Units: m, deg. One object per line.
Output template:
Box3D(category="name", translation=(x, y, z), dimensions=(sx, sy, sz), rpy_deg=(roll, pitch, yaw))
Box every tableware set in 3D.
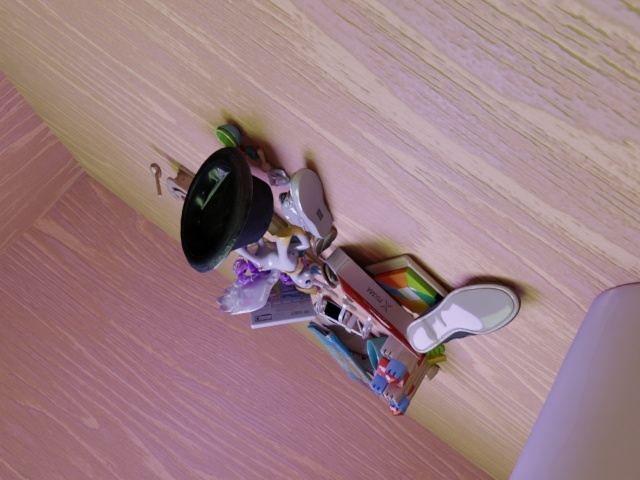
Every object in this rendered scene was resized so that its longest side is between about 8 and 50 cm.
Box3D(category="tableware set", translation=(0.068, 0.126, 1.287), dimensions=(0.039, 0.129, 0.194), rpy_deg=(-28, 137, 23))

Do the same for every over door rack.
Box3D(category="over door rack", translation=(0.067, 0.261, 1.558), dimensions=(0.239, 0.108, 0.324), rpy_deg=(23, 171, 22))

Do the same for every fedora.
Box3D(category="fedora", translation=(-0.227, -0.067, 1.071), dimensions=(0.152, 0.335, 0.333), rpy_deg=(10, -178, -41))

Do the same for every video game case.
Box3D(category="video game case", translation=(-0.138, 0.201, 1.415), dimensions=(0.194, 0.212, 0.023), rpy_deg=(-107, 14, -45))

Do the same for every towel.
Box3D(category="towel", translation=(0.100, 0.521, 1.850), dimensions=(0.370, 0.040, 0.271), rpy_deg=(52, 163, -13))

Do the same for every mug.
Box3D(category="mug", translation=(0.256, 0.459, 1.716), dimensions=(0.157, 0.097, 0.130), rpy_deg=(-177, 75, -78))

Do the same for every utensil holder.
Box3D(category="utensil holder", translation=(0.477, 0.302, 0.573), dimensions=(0.327, 0.386, 0.328), rpy_deg=(33, 160, 14))

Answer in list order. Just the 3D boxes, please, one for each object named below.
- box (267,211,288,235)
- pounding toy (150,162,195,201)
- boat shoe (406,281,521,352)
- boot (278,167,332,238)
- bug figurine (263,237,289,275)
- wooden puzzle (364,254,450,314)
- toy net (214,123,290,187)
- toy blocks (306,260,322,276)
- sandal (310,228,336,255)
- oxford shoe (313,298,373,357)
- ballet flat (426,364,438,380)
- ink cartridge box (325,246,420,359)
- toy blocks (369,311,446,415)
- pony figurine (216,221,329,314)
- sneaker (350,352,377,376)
Box3D(category="box", translation=(-0.206, -0.094, 1.406), dimensions=(0.201, 0.021, 0.164), rpy_deg=(42, 160, -15))
Box3D(category="pounding toy", translation=(-0.532, -0.175, 1.582), dimensions=(0.269, 0.155, 0.154), rpy_deg=(34, 156, 9))
Box3D(category="boat shoe", translation=(0.328, 0.169, 0.958), dimensions=(0.112, 0.095, 0.335), rpy_deg=(62, 143, 14))
Box3D(category="boot", translation=(-0.058, -0.095, 1.030), dimensions=(0.123, 0.095, 0.258), rpy_deg=(20, 156, 24))
Box3D(category="bug figurine", translation=(-0.165, 0.099, 1.698), dimensions=(0.278, 0.072, 0.216), rpy_deg=(32, 160, 16))
Box3D(category="wooden puzzle", translation=(0.243, 0.133, 1.107), dimensions=(0.221, 0.044, 0.238), rpy_deg=(41, 161, -11))
Box3D(category="toy net", translation=(-0.175, -0.203, 1.066), dimensions=(0.232, 0.045, 0.122), rpy_deg=(43, 159, -17))
Box3D(category="toy blocks", translation=(-0.062, 0.080, 1.501), dimensions=(0.148, 0.054, 0.123), rpy_deg=(12, 149, 51))
Box3D(category="sandal", translation=(0.000, 0.000, 1.214), dimensions=(0.049, 0.072, 0.180), rpy_deg=(57, 167, 9))
Box3D(category="oxford shoe", translation=(0.112, 0.382, 1.788), dimensions=(0.348, 0.123, 0.130), rpy_deg=(36, 158, 2))
Box3D(category="ballet flat", translation=(0.365, 0.496, 1.678), dimensions=(0.232, 0.073, 0.080), rpy_deg=(10, 147, 53))
Box3D(category="ink cartridge box", translation=(0.157, 0.164, 1.158), dimensions=(0.296, 0.066, 0.261), rpy_deg=(43, -177, -17))
Box3D(category="toy blocks", translation=(0.277, 0.440, 1.420), dimensions=(0.190, 0.261, 0.382), rpy_deg=(24, 156, 33))
Box3D(category="pony figurine", translation=(-0.170, 0.067, 1.332), dimensions=(0.350, 0.303, 0.364), rpy_deg=(-1, 141, 18))
Box3D(category="sneaker", translation=(0.272, 0.575, 1.916), dimensions=(0.210, 0.138, 0.365), rpy_deg=(41, 169, -28))
